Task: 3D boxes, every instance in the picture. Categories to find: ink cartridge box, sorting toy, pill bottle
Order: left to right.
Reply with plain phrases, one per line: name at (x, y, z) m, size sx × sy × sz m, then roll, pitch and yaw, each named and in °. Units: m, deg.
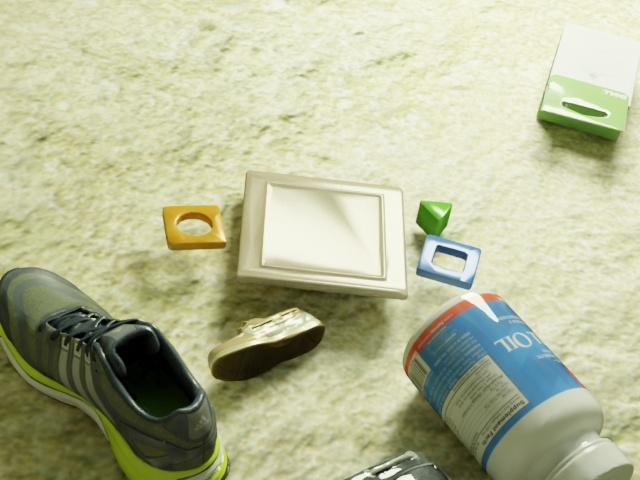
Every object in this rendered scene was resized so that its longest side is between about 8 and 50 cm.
sorting toy at (0.000, 0.000, 1.325) m, size 0.347 × 0.047 × 0.196 m, roll 7°, pitch 40°, yaw -5°
pill bottle at (0.187, 0.160, 1.140) m, size 0.124 × 0.124 × 0.221 m, roll -21°, pitch 53°, yaw -28°
ink cartridge box at (0.348, -0.193, 1.573) m, size 0.109 × 0.062 × 0.209 m, roll 17°, pitch 45°, yaw 7°

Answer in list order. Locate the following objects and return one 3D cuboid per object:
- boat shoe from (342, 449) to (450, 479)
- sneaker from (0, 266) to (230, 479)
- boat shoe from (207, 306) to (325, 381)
boat shoe at (-0.009, 0.255, 1.020) m, size 0.301 × 0.108 × 0.102 m, roll -18°, pitch 51°, yaw -30°
sneaker at (-0.194, 0.106, 1.123) m, size 0.300 × 0.121 × 0.111 m, roll 36°, pitch 49°, yaw 24°
boat shoe at (-0.060, 0.102, 1.210) m, size 0.135 × 0.050 × 0.045 m, roll -14°, pitch 45°, yaw -37°
